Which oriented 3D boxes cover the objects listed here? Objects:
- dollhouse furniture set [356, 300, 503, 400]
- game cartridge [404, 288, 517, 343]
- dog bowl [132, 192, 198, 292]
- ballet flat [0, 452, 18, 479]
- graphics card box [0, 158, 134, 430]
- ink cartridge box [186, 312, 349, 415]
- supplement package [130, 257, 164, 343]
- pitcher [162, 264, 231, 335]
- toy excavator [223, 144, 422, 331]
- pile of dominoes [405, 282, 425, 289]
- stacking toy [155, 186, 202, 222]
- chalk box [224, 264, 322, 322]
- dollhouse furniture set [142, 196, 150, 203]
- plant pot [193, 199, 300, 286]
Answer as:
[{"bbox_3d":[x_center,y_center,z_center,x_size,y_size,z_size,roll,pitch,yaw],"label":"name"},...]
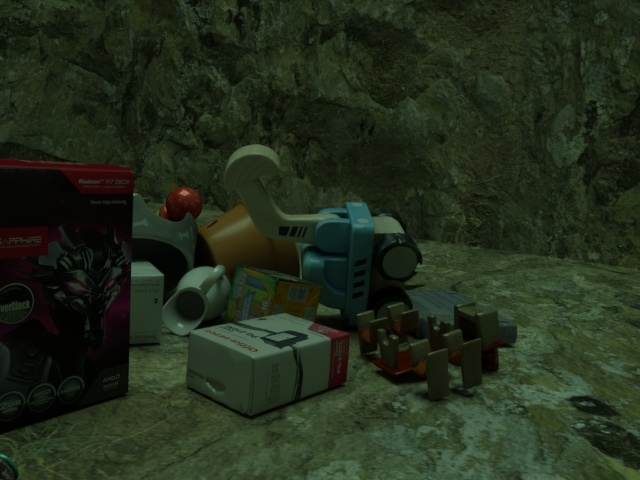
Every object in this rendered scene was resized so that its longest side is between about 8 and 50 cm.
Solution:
[{"bbox_3d":[0.232,0.219,1.240,0.259,0.135,0.262,-12,14,-24],"label":"dollhouse furniture set"},{"bbox_3d":[0.309,0.190,1.596,0.230,0.068,0.355,-1,9,-12],"label":"game cartridge"},{"bbox_3d":[-0.462,0.031,1.490,0.348,0.102,0.349,-11,-31,-7],"label":"dog bowl"},{"bbox_3d":[-0.440,0.254,0.709,0.221,0.077,0.079,10,29,29],"label":"ballet flat"},{"bbox_3d":[-0.400,0.069,0.927,0.094,0.371,0.232,10,9,36],"label":"graphics card box"},{"bbox_3d":[-0.090,0.206,1.095,0.171,0.100,0.237,11,10,41],"label":"ink cartridge box"},{"bbox_3d":[-0.477,0.124,1.295,0.261,0.145,0.204,0,9,-26],"label":"supplement package"},{"bbox_3d":[-0.260,0.112,1.425,0.125,0.178,0.207,43,11,-2],"label":"pitcher"},{"bbox_3d":[0.000,0.000,1.474,0.444,0.433,0.222,0,24,-6],"label":"toy excavator"},{"bbox_3d":[0.169,0.124,1.803,0.251,0.040,0.196,0,-11,-27],"label":"pile of dominoes"},{"bbox_3d":[-0.398,-0.033,1.627,0.141,0.141,0.330,-1,-28,-32],"label":"stacking toy"},{"bbox_3d":[-0.121,0.135,1.403,0.132,0.132,0.213,13,0,-39],"label":"chalk box"},{"bbox_3d":[-0.558,0.005,1.885,0.242,0.212,0.161,-20,-7,33],"label":"dollhouse furniture set"},{"bbox_3d":[-0.215,0.041,1.659,0.203,0.291,0.290,-19,19,-28],"label":"plant pot"}]
